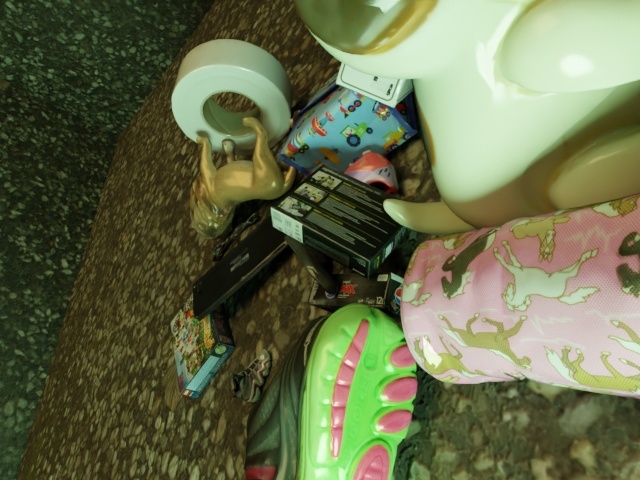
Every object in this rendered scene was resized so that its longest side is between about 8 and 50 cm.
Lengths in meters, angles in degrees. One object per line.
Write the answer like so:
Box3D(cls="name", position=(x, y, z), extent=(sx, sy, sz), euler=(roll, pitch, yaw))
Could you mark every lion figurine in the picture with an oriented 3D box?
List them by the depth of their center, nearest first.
Box3D(cls="lion figurine", position=(-0.176, -0.141, 1.092), extent=(0.392, 0.142, 0.240), euler=(-11, 81, 42))

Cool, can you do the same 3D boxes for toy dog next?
Box3D(cls="toy dog", position=(0.156, -0.193, 0.435), extent=(0.396, 0.408, 0.284), euler=(-24, 43, 43))

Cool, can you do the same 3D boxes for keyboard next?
Box3D(cls="keyboard", position=(-0.174, 0.029, 1.040), extent=(0.317, 0.033, 0.201), euler=(-39, 38, 16))

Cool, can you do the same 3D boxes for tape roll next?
Box3D(cls="tape roll", position=(-0.210, -0.338, 1.142), extent=(0.286, 0.286, 0.100), euler=(-32, 45, 38))

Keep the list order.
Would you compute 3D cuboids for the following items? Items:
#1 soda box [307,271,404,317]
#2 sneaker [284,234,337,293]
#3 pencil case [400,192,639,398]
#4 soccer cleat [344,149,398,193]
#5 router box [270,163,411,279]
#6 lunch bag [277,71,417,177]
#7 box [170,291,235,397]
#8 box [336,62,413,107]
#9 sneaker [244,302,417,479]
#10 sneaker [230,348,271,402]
Box3D(cls="soda box", position=(0.058, 0.083, 0.710), extent=(0.169, 0.060, 0.053), euler=(-6, 66, 50))
Box3D(cls="sneaker", position=(0.001, 0.001, 0.741), extent=(0.089, 0.051, 0.170), euler=(-39, 48, -1))
Box3D(cls="pencil case", position=(0.232, 0.055, 0.367), extent=(0.386, 0.160, 0.167), euler=(-11, 64, 60))
Box3D(cls="soccer cleat", position=(0.032, -0.052, 0.819), extent=(0.248, 0.083, 0.095), euler=(-41, 45, 26))
Box3D(cls="router box", position=(0.035, -0.035, 0.705), extent=(0.179, 0.046, 0.133), euler=(29, 54, 25))
Box3D(cls="lunch bag", position=(0.063, -0.269, 0.903), extent=(0.221, 0.138, 0.293), euler=(-33, 33, 38))
Box3D(cls="box", position=(-0.279, 0.217, 1.078), extent=(0.159, 0.044, 0.233), euler=(-53, 36, 15))
Box3D(cls="box", position=(0.133, -0.313, 0.668), extent=(0.290, 0.087, 0.169), euler=(-51, -16, -53))
Box3D(cls="sneaker", position=(-0.019, 0.315, 0.601), extent=(0.482, 0.185, 0.202), euler=(-66, 16, -10))
Box3D(cls="sneaker", position=(-0.133, 0.241, 0.849), extent=(0.038, 0.069, 0.098), euler=(-5, 64, 51))
